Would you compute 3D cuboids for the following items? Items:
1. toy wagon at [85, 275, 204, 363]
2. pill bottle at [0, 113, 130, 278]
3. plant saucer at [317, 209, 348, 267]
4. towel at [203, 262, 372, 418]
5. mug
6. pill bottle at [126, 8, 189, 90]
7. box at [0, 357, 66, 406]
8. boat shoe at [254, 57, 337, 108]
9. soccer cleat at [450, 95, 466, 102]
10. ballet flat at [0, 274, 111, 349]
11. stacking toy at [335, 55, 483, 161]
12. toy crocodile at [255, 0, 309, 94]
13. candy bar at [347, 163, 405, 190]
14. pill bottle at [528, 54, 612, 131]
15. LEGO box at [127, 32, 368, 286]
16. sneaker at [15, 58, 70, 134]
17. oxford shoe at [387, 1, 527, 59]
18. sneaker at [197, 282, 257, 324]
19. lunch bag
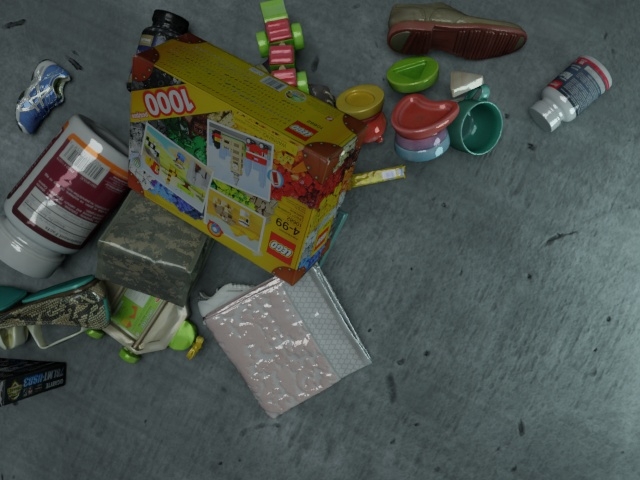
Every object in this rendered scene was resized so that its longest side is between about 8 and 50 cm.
[{"bbox_3d":[-0.455,0.193,1.679,0.344,0.068,0.267,34,93,5],"label":"toy wagon"},{"bbox_3d":[-0.654,-0.107,1.623,0.224,0.224,0.392,41,94,5],"label":"pill bottle"},{"bbox_3d":[0.000,0.000,1.658,0.067,0.018,0.192,27,93,6],"label":"plant saucer"},{"bbox_3d":[-0.076,0.253,1.595,0.317,0.053,0.331,-29,105,4],"label":"towel"},{"bbox_3d":[0.377,-0.294,1.569,0.129,0.097,0.157,38,86,-31],"label":"mug"},{"bbox_3d":[-0.418,-0.478,1.651,0.123,0.123,0.219,16,91,6],"label":"pill bottle"},{"bbox_3d":[-0.855,0.352,1.605,0.294,0.295,0.073,1,87,5],"label":"box"},{"bbox_3d":[-0.023,-0.340,1.605,0.130,0.132,0.355,-41,86,2],"label":"boat shoe"},{"bbox_3d":[0.348,-0.349,1.614,0.083,0.035,0.029,-17,88,6],"label":"soccer cleat"},{"bbox_3d":[-0.760,0.200,1.651,0.483,0.164,0.181,-6,106,18],"label":"ballet flat"},{"bbox_3d":[0.229,-0.314,1.559,0.279,0.130,0.309,-39,47,-20],"label":"stacking toy"},{"bbox_3d":[-0.092,-0.440,1.528,0.115,0.105,0.340,-8,74,0],"label":"toy crocodile"},{"bbox_3d":[0.143,-0.165,1.643,0.162,0.018,0.040,-11,92,5],"label":"candy bar"},{"bbox_3d":[0.607,-0.356,1.551,0.180,0.108,0.108,-42,86,4],"label":"pill bottle"},{"bbox_3d":[-0.187,-0.189,1.461,0.500,0.193,0.372,30,132,14],"label":"LEGO box"},{"bbox_3d":[-0.750,-0.381,1.706,0.081,0.080,0.211,25,93,9],"label":"sneaker"},{"bbox_3d":[0.341,-0.540,1.578,0.349,0.123,0.130,4,67,-5],"label":"oxford shoe"},{"bbox_3d":[-0.207,0.148,1.647,0.235,0.090,0.094,-16,79,4],"label":"sneaker"},{"bbox_3d":[-0.395,-0.008,1.591,0.235,0.287,0.168,19,134,-3],"label":"lunch bag"}]
